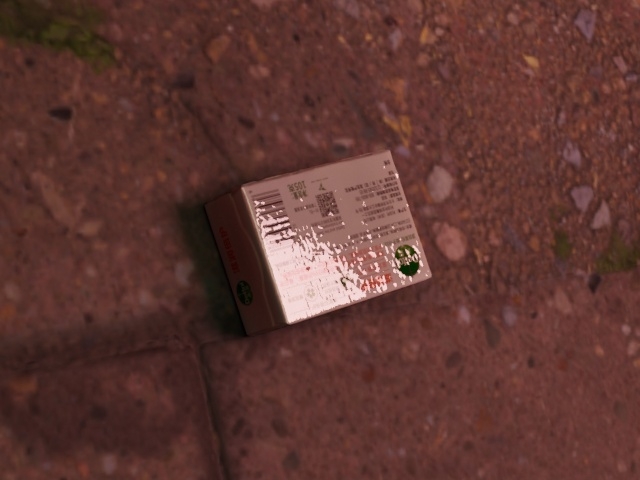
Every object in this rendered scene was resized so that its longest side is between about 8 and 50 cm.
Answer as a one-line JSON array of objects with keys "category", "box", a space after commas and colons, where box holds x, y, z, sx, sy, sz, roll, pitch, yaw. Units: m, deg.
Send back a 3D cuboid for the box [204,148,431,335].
[{"category": "box", "box": [0.000, 0.000, 0.868, 0.125, 0.043, 0.089, -14, 85, -39]}]
